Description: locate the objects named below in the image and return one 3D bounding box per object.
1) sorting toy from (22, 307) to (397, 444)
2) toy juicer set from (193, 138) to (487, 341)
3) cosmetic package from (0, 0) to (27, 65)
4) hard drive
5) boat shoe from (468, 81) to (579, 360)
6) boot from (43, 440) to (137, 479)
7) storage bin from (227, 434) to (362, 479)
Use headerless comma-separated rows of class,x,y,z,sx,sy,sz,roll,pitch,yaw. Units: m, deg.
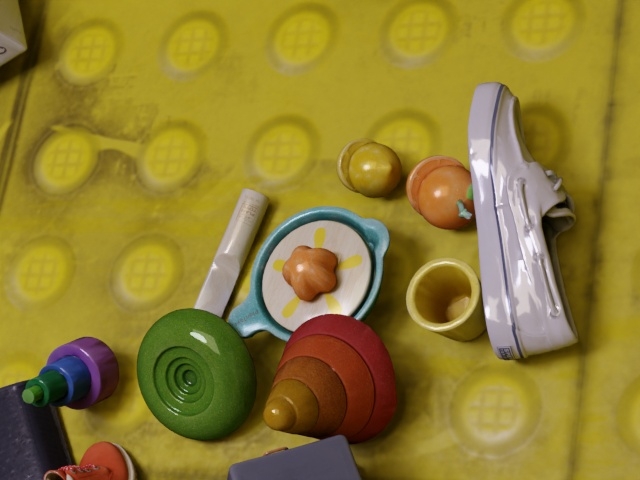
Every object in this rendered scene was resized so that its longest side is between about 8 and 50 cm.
sorting toy,-0.119,0.136,1.528,0.365,0.126,0.127,0,102,28
toy juicer set,0.000,0.000,1.577,0.329,0.089,0.209,-7,67,25
cosmetic package,-0.528,-0.231,1.875,0.385,0.156,0.217,-28,59,19
hard drive,-0.364,0.251,1.663,0.254,0.054,0.172,-29,59,11
boat shoe,0.186,-0.022,1.508,0.084,0.095,0.258,-9,75,18
boot,-0.218,0.225,1.562,0.059,0.085,0.158,-29,26,17
storage bin,-0.023,0.216,1.463,0.135,0.091,0.098,-14,58,-12
